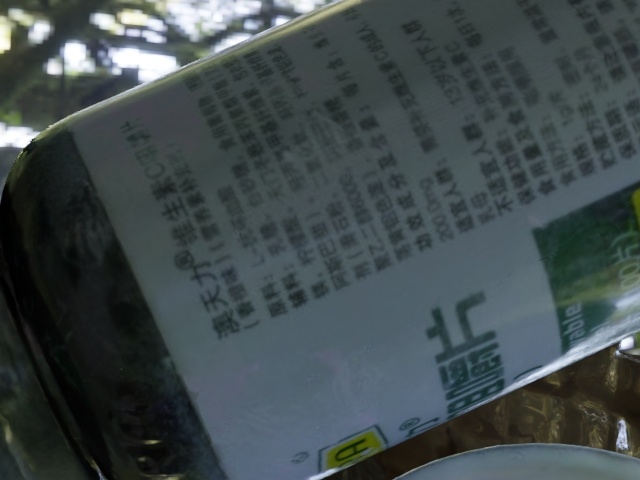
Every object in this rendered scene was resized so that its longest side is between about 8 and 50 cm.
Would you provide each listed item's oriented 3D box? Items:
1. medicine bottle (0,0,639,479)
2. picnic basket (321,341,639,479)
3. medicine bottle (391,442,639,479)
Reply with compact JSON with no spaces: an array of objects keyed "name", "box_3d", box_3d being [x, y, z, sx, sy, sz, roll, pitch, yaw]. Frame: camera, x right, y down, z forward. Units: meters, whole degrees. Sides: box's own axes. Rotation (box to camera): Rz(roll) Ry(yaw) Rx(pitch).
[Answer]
[{"name":"medicine bottle","box_3d":[0.000,0.000,0.554,0.293,0.141,0.141,-23,-110,-6]},{"name":"picnic basket","box_3d":[0.088,0.048,1.019,0.291,0.321,0.254,57,-26,-2]},{"name":"medicine bottle","box_3d":[0.075,0.261,0.659,0.213,0.213,0.378,42,-29,33]}]
